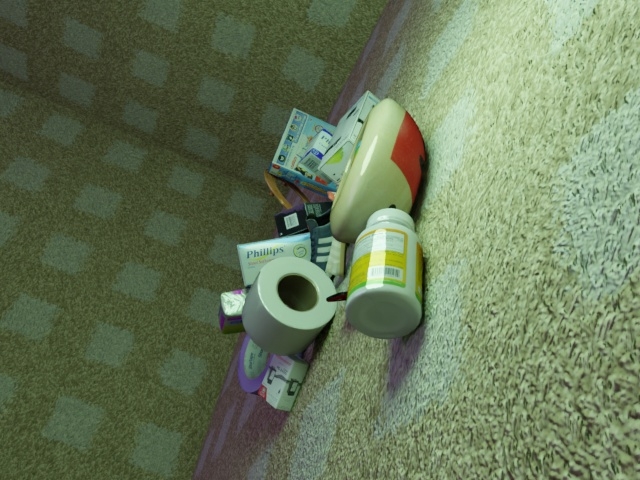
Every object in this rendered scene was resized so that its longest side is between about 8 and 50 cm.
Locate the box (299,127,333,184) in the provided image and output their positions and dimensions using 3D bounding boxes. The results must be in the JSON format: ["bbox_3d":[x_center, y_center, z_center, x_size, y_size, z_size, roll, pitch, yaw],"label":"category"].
[{"bbox_3d":[0.018,-0.280,1.886,0.072,0.126,0.137,-38,22,46],"label":"box"}]

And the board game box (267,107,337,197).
[{"bbox_3d":[-0.032,-0.371,2.434,0.086,0.302,0.308,130,161,-62],"label":"board game box"}]

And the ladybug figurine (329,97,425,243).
[{"bbox_3d":[0.145,-0.161,1.355,0.449,0.162,0.305,-72,4,-45],"label":"ladybug figurine"}]

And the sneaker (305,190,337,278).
[{"bbox_3d":[0.000,0.000,1.810,0.350,0.148,0.131,-63,16,13],"label":"sneaker"}]

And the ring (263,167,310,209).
[{"bbox_3d":[-0.124,-0.174,2.427,0.032,0.336,0.336,-41,18,18],"label":"ring"}]

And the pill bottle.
[{"bbox_3d":[0.128,0.054,1.092,0.246,0.136,0.136,-78,14,-47],"label":"pill bottle"}]

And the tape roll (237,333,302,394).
[{"bbox_3d":[-0.168,0.376,1.884,0.275,0.090,0.275,-39,37,39],"label":"tape roll"}]

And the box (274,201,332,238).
[{"bbox_3d":[-0.051,-0.073,2.020,0.156,0.158,0.093,-18,82,39],"label":"box"}]

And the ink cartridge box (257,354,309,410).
[{"bbox_3d":[-0.111,0.413,1.695,0.109,0.063,0.150,19,86,53],"label":"ink cartridge box"}]

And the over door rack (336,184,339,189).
[{"bbox_3d":[0.116,-0.235,1.902,0.239,0.108,0.324,-92,26,-66],"label":"over door rack"}]

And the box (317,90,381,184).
[{"bbox_3d":[0.105,-0.329,1.809,0.169,0.087,0.290,-39,21,43],"label":"box"}]

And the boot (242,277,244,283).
[{"bbox_3d":[-0.176,0.112,2.311,0.096,0.264,0.280,-32,35,47],"label":"boot"}]

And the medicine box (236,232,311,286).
[{"bbox_3d":[-0.153,0.076,2.039,0.289,0.263,0.149,139,120,-82],"label":"medicine box"}]

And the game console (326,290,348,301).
[{"bbox_3d":[0.084,0.100,1.403,0.144,0.124,0.085,140,124,-71],"label":"game console"}]

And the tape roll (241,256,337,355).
[{"bbox_3d":[-0.093,0.193,1.671,0.169,0.246,0.246,121,167,-46],"label":"tape roll"}]

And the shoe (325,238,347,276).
[{"bbox_3d":[0.053,-0.003,1.677,0.076,0.058,0.219,6,-90,-76],"label":"shoe"}]

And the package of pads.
[{"bbox_3d":[-0.213,0.242,2.043,0.229,0.296,0.101,116,143,-61],"label":"package of pads"}]
